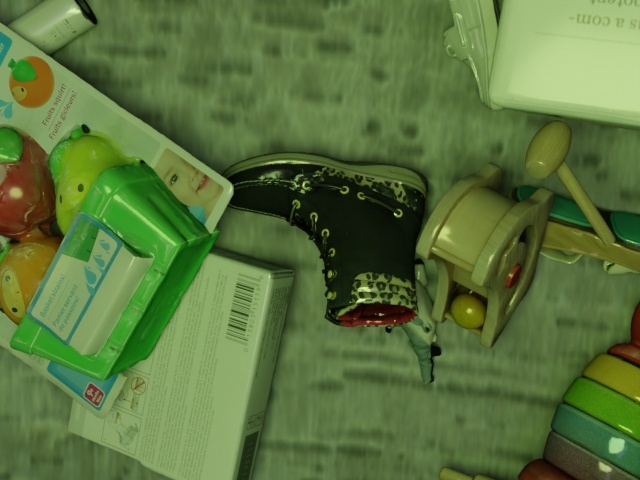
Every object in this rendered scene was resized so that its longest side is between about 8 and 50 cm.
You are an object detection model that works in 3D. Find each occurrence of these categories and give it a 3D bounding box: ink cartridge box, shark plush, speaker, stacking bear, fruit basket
[{"bbox_3d":[-0.171,0.137,1.150,0.239,0.060,0.275,16,99,26],"label":"ink cartridge box"},{"bbox_3d":[0.103,0.090,1.144,0.067,0.073,0.161,-15,116,26],"label":"shark plush"},{"bbox_3d":[-0.327,-0.233,1.107,0.136,0.055,0.055,-32,95,7],"label":"speaker"},{"bbox_3d":[0.358,0.181,1.077,0.175,0.164,0.289,30,87,-5],"label":"stacking bear"},{"bbox_3d":[-0.311,-0.020,1.067,0.353,0.165,0.327,34,106,4],"label":"fruit basket"}]

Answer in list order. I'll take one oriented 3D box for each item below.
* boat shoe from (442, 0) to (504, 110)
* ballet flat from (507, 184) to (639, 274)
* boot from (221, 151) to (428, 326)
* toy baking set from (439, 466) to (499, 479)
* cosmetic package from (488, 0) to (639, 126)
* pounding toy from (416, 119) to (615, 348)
[{"bbox_3d":[0.167,-0.233,1.078,0.063,0.066,0.184,-9,100,18],"label":"boat shoe"},{"bbox_3d":[0.316,-0.001,1.105,0.232,0.080,0.073,17,126,3],"label":"ballet flat"},{"bbox_3d":[0.001,-0.001,1.065,0.236,0.085,0.178,3,61,-1],"label":"boot"},{"bbox_3d":[0.224,0.368,1.136,0.256,0.030,0.196,13,120,22],"label":"toy baking set"},{"bbox_3d":[0.355,-0.278,0.807,0.330,0.327,0.393,12,99,18],"label":"cosmetic package"},{"bbox_3d":[0.198,0.019,0.998,0.155,0.154,0.269,28,143,24],"label":"pounding toy"}]
